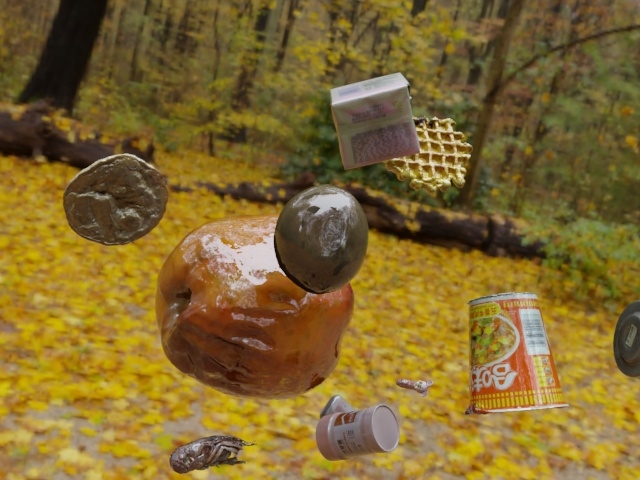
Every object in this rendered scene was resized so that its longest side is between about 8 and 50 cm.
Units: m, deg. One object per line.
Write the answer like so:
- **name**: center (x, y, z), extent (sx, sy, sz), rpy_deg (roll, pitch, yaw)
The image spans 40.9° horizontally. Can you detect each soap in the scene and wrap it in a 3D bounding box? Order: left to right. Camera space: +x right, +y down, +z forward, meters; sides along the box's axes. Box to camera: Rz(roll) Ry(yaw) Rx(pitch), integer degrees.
- **soap**: center (0.132, -0.293, 2.104), extent (0.199, 0.182, 0.138), rpy_deg (-13, 25, 1)

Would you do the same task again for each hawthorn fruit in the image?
- **hawthorn fruit**: center (-0.161, 0.162, 1.986), extent (0.471, 0.472, 0.472), rpy_deg (13, 8, -2)

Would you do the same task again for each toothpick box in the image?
- **toothpick box**: center (0.077, 0.399, 1.775), extent (0.149, 0.098, 0.098), rpy_deg (-19, -12, 35)

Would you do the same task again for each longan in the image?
- **longan**: center (0.000, 0.000, 1.699), extent (0.196, 0.220, 0.196), rpy_deg (4, -16, 1)

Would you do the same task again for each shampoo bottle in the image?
- **shampoo bottle**: center (0.076, 0.455, 2.097), extent (0.165, 0.080, 0.040), rpy_deg (43, -31, -7)

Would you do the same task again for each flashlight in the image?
- **flashlight**: center (0.244, 0.382, 2.267), extent (0.110, 0.052, 0.031), rpy_deg (4, -37, 46)

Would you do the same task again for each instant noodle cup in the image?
- **instant noodle cup**: center (0.345, 0.210, 1.582), extent (0.193, 0.212, 0.193), rpy_deg (-5, -12, -1)

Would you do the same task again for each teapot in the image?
- **teapot**: center (0.484, 0.130, 1.216), extent (0.108, 0.149, 0.111), rpy_deg (13, -35, -13)

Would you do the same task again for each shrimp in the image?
- **shrimp**: center (-0.226, 0.453, 1.829), extent (0.190, 0.073, 0.075), rpy_deg (-8, -9, -24)

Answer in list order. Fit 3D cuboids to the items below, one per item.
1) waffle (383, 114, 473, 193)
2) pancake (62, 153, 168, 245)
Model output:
- **waffle**: center (0.274, -0.253, 2.324), extent (0.309, 0.065, 0.283), rpy_deg (44, 56, 2)
- **pancake**: center (-0.307, -0.061, 1.291), extent (0.158, 0.158, 0.028), rpy_deg (9, 25, -26)
